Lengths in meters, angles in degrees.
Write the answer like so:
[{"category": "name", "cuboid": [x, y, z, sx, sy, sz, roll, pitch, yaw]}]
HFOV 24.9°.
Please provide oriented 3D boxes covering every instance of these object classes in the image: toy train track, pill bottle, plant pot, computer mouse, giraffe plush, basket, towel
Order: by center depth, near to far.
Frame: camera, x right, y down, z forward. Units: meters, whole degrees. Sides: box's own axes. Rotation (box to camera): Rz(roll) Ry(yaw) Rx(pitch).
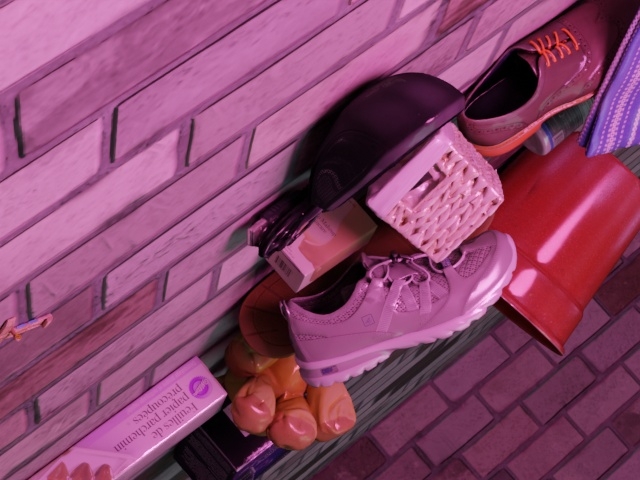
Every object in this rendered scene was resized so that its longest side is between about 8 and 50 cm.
[{"category": "toy train track", "cuboid": [-0.249, 0.079, 1.195, 0.048, 0.014, 0.083, -49, 166, 32]}, {"category": "computer mouse", "cuboid": [0.035, -0.089, 1.382, 0.188, 0.072, 0.272, -36, 179, -34]}, {"category": "basket", "cuboid": [0.123, -0.057, 1.551, 0.113, 0.103, 0.167, -44, -174, 13]}, {"category": "towel", "cuboid": [0.475, -0.210, 1.699, 0.336, 0.040, 0.243, -10, 138, -29]}, {"category": "giraffe plush", "cuboid": [-0.065, 0.181, 1.845, 0.170, 0.181, 0.210, -38, -146, 50]}, {"category": "pill bottle", "cuboid": [0.316, -0.181, 1.884, 0.137, 0.078, 0.078, -40, 168, -10]}, {"category": "plant pot", "cuboid": [0.340, -0.015, 2.158, 0.265, 0.272, 0.272, -49, 168, -1]}]

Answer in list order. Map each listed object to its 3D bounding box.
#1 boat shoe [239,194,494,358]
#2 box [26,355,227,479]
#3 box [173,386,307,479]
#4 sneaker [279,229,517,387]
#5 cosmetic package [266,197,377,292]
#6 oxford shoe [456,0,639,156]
[{"category": "boat shoe", "cuboid": [0.051, 0.031, 1.734, 0.342, 0.123, 0.123, -35, 174, -10]}, {"category": "box", "cuboid": [-0.253, 0.258, 1.686, 0.324, 0.063, 0.067, -36, 168, -23]}, {"category": "box", "cuboid": [-0.112, 0.278, 2.082, 0.153, 0.108, 0.207, -37, 166, -24]}, {"category": "sneaker", "cuboid": [0.087, 0.056, 1.605, 0.281, 0.115, 0.105, -29, -157, -4]}, {"category": "cosmetic package", "cuboid": [0.000, 0.000, 1.582, 0.115, 0.060, 0.041, -36, 166, -32]}, {"category": "oxford shoe", "cuboid": [0.269, -0.201, 1.642, 0.271, 0.097, 0.098, -42, 161, 0]}]
